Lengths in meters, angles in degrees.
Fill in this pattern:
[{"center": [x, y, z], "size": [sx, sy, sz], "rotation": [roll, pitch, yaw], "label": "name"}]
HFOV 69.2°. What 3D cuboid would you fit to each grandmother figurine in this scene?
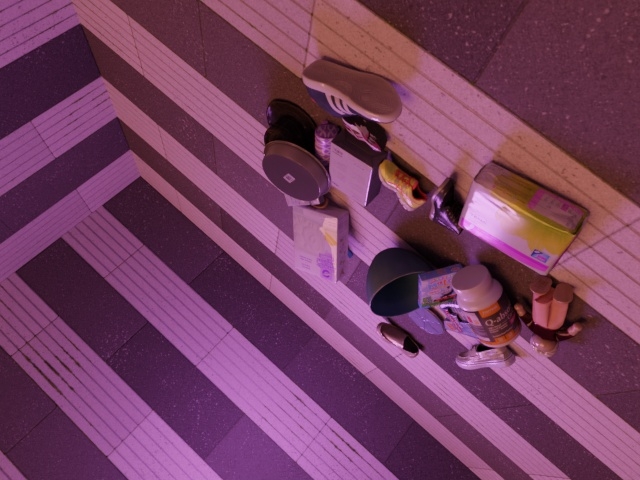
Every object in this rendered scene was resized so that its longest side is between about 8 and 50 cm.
[{"center": [0.732, 0.263, 1.512], "size": [0.208, 0.104, 0.342], "rotation": [34, 154, 44], "label": "grandmother figurine"}]

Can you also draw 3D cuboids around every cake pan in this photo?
[{"center": [-0.101, -0.253, 1.761], "size": [0.293, 0.054, 0.293], "rotation": [25, 154, 13], "label": "cake pan"}]

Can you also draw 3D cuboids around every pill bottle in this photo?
[{"center": [0.576, 0.227, 1.623], "size": [0.162, 0.162, 0.278], "rotation": [4, 135, 57], "label": "pill bottle"}]

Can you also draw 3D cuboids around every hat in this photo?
[{"center": [-0.133, -0.372, 1.811], "size": [0.331, 0.134, 0.331], "rotation": [35, 155, 19], "label": "hat"}]

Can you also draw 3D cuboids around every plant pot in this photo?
[{"center": [0.302, 0.143, 1.847], "size": [0.290, 0.290, 0.195], "rotation": [75, 176, -51], "label": "plant pot"}]

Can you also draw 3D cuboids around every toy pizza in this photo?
[{"center": [0.489, 0.358, 2.151], "size": [0.201, 0.032, 0.201], "rotation": [35, 154, 19], "label": "toy pizza"}]

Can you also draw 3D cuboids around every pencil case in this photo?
[{"center": [0.019, -0.332, 1.686], "size": [0.206, 0.086, 0.088], "rotation": [93, 164, -55], "label": "pencil case"}]

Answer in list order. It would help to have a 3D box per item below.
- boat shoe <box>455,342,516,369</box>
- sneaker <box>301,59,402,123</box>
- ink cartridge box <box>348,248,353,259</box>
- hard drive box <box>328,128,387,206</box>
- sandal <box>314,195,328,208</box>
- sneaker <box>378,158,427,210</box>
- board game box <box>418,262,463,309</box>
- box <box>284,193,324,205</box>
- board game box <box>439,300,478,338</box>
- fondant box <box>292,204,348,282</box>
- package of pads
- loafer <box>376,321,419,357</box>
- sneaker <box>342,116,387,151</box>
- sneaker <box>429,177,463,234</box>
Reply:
[{"center": [0.687, 0.480, 1.972], "size": [0.302, 0.109, 0.094], "rotation": [-28, 92, 57], "label": "boat shoe"}, {"center": [0.100, -0.415, 1.386], "size": [0.350, 0.131, 0.148], "rotation": [37, 164, 29], "label": "sneaker"}, {"center": [0.066, 0.086, 2.241], "size": [0.090, 0.143, 0.092], "rotation": [54, 155, -21], "label": "ink cartridge box"}, {"center": [0.125, -0.253, 1.642], "size": [0.181, 0.089, 0.232], "rotation": [37, 155, 17], "label": "hard drive box"}, {"center": [-0.056, -0.199, 2.043], "size": [0.240, 0.088, 0.079], "rotation": [35, 177, 28], "label": "sandal"}, {"center": [0.277, -0.192, 1.527], "size": [0.208, 0.081, 0.094], "rotation": [44, 151, -17], "label": "sneaker"}, {"center": [0.452, 0.178, 1.761], "size": [0.211, 0.160, 0.039], "rotation": [75, 180, -50], "label": "board game box"}, {"center": [-0.082, -0.220, 1.945], "size": [0.186, 0.038, 0.145], "rotation": [-1, 114, 41], "label": "box"}, {"center": [0.569, 0.319, 1.919], "size": [0.194, 0.060, 0.194], "rotation": [50, 156, -14], "label": "board game box"}, {"center": [0.000, 0.000, 2.080], "size": [0.238, 0.096, 0.330], "rotation": [18, 125, 30], "label": "fondant box"}, {"center": [0.540, -0.060, 1.273], "size": [0.296, 0.101, 0.229], "rotation": [34, 155, 22], "label": "package of pads"}, {"center": [0.420, 0.520, 2.465], "size": [0.268, 0.102, 0.092], "rotation": [34, 155, -1], "label": "loafer"}, {"center": [0.143, -0.350, 1.499], "size": [0.178, 0.072, 0.077], "rotation": [48, 170, 12], "label": "sneaker"}, {"center": [0.411, -0.104, 1.436], "size": [0.118, 0.083, 0.222], "rotation": [38, 166, 23], "label": "sneaker"}]
